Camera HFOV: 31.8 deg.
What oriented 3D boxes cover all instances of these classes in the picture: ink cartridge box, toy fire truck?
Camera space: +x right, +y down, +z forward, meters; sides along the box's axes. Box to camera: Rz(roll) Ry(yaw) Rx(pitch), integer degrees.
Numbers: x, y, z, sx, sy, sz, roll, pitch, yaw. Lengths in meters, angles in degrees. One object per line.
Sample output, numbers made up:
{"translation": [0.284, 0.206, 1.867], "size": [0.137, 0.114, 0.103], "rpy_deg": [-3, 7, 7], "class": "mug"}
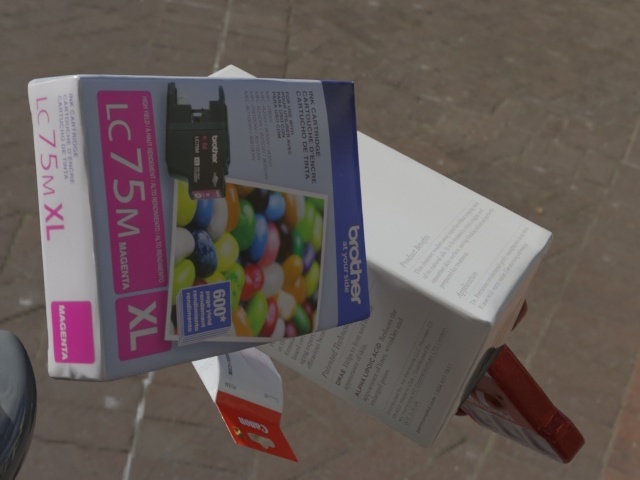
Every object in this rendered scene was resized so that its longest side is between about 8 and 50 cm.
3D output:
{"translation": [-0.055, -0.020, 0.787], "size": [0.065, 0.186, 0.311], "rpy_deg": [-1, 5, 38], "class": "ink cartridge box"}
{"translation": [0.156, 0.153, 1.377], "size": [0.169, 0.254, 0.302], "rpy_deg": [-49, 31, -17], "class": "toy fire truck"}
{"translation": [-0.118, 0.240, 1.832], "size": [0.189, 0.066, 0.232], "rpy_deg": [31, 16, -53], "class": "ink cartridge box"}

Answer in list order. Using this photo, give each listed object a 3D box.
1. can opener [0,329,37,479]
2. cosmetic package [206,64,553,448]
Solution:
{"translation": [-0.183, 0.144, 0.488], "size": [0.093, 0.074, 0.280], "rpy_deg": [6, 51, -9], "class": "can opener"}
{"translation": [0.000, 0.000, 1.073], "size": [0.385, 0.156, 0.217], "rpy_deg": [29, 32, 15], "class": "cosmetic package"}
